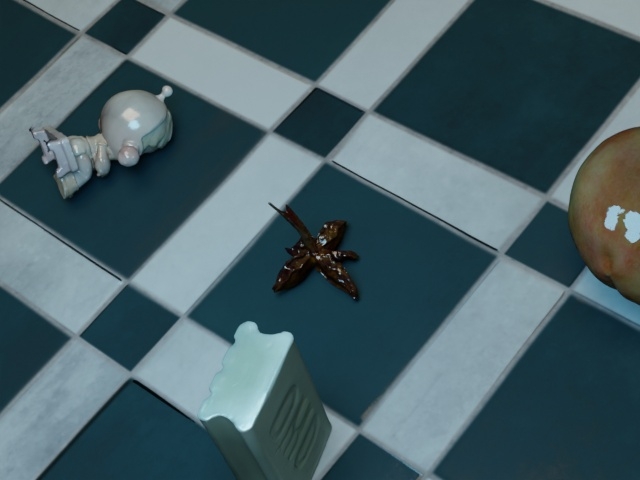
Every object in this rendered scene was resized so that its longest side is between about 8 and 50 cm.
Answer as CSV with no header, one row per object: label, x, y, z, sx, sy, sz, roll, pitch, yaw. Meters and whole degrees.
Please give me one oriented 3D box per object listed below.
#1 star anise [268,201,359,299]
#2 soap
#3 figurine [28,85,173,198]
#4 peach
star anise,-0.009,0.004,2.070,0.140,0.144,0.158,0,54,4
soap,-0.072,0.252,1.825,0.087,0.265,0.160,13,59,22
figurine,-0.372,-0.192,2.306,0.256,0.182,0.145,-28,95,-15
peach,0.503,-0.037,1.901,0.292,0.247,0.292,6,42,-5
